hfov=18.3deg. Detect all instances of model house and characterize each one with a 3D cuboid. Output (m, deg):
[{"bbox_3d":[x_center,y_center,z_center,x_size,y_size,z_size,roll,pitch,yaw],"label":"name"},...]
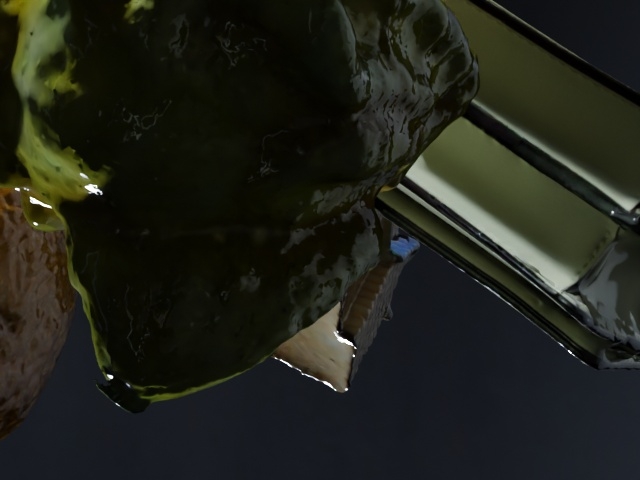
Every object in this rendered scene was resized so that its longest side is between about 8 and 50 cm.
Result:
[{"bbox_3d":[0.000,0.000,1.791,0.166,0.172,0.183,26,146,14],"label":"model house"}]

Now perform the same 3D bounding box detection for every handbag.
[{"bbox_3d":[0.099,-0.069,1.349,0.358,0.237,0.160,37,93,23],"label":"handbag"}]

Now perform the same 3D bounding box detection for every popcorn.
[{"bbox_3d":[-0.056,-0.073,1.088,0.290,0.321,0.326,-22,50,37],"label":"popcorn"}]

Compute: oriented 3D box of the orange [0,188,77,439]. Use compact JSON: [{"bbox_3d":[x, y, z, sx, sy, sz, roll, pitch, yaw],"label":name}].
[{"bbox_3d":[-0.379,0.027,1.605,0.357,0.322,0.322,14,109,27],"label":"orange"}]
